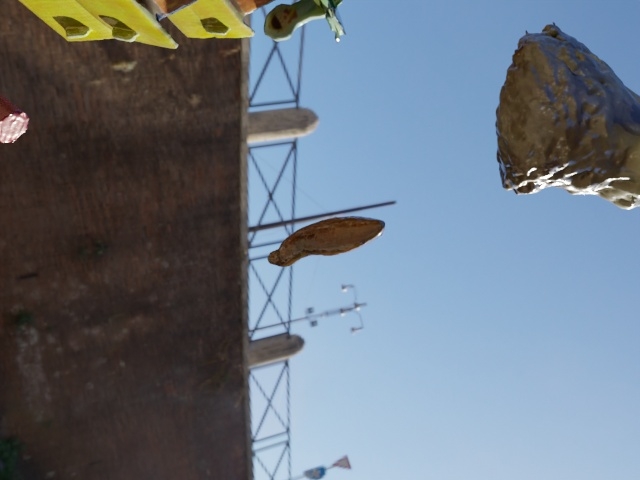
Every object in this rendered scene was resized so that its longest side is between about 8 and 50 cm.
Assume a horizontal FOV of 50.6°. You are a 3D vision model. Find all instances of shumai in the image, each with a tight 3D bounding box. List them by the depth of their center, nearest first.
[{"bbox_3d":[0.401,-0.168,0.941,0.283,0.346,0.217,15,-59,26],"label":"shumai"}]

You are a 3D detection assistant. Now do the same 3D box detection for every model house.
[{"bbox_3d":[-0.193,-0.368,0.766,0.300,0.323,0.340,42,28,-61],"label":"model house"}]

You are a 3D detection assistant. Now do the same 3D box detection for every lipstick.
[{"bbox_3d":[-0.664,-0.282,1.281,0.279,0.073,0.073,37,-40,20],"label":"lipstick"}]

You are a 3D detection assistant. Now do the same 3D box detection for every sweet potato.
[{"bbox_3d":[0.000,-0.001,0.979,0.264,0.057,0.057,-12,-91,50],"label":"sweet potato"}]
